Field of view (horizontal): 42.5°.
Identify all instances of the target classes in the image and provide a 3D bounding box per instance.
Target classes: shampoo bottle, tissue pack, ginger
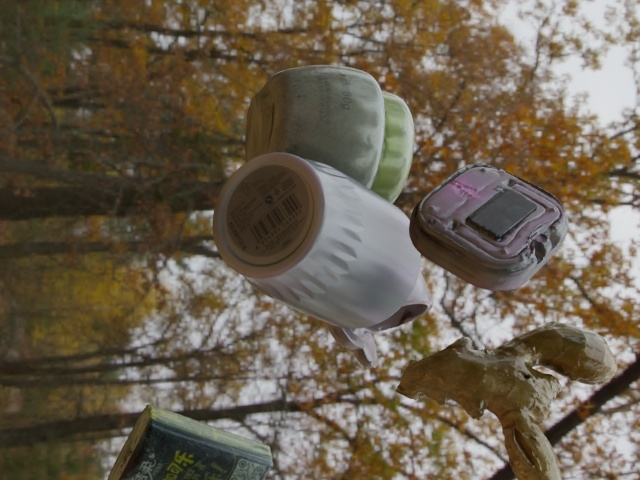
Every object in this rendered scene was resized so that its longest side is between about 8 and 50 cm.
[{"bbox_3d":[0.010,-0.200,1.690,0.322,0.317,0.323,-170,-90,-67],"label":"shampoo bottle"},{"bbox_3d":[-0.240,0.429,1.515,0.185,0.257,0.081,-61,-159,11],"label":"tissue pack"},{"bbox_3d":[0.361,0.255,1.554,0.363,0.348,0.122,-53,170,-22],"label":"ginger"}]

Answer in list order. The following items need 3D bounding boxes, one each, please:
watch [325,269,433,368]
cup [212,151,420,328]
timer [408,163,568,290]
[{"bbox_3d":[0.130,0.139,1.731,0.248,0.217,0.211,34,37,-63],"label":"watch"},{"bbox_3d":[0.000,0.000,1.404,0.253,0.371,0.253,-8,-108,25],"label":"cup"},{"bbox_3d":[0.240,-0.025,1.171,0.190,0.208,0.069,32,-42,26],"label":"timer"}]
